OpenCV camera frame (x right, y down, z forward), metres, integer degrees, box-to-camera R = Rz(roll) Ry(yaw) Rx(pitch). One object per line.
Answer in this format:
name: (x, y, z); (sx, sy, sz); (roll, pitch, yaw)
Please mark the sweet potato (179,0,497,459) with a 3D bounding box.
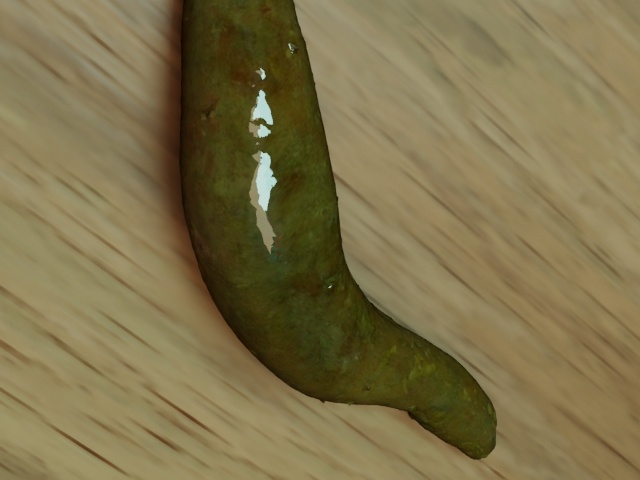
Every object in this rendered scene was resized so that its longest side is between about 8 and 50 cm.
sweet potato: (-0.004, 0.007, 0.612); (0.108, 0.079, 0.346); (-35, 117, -14)
